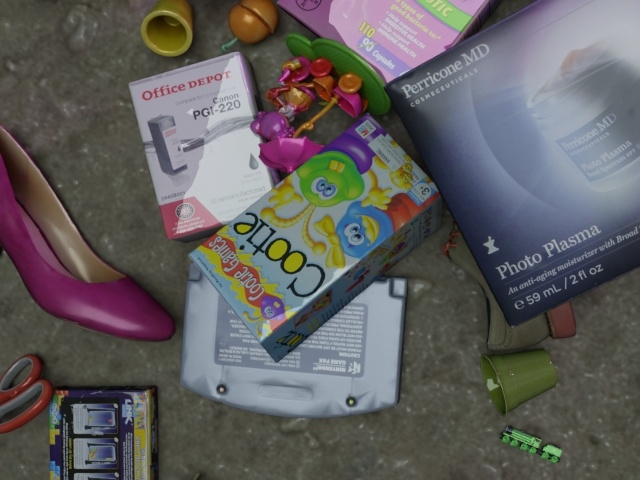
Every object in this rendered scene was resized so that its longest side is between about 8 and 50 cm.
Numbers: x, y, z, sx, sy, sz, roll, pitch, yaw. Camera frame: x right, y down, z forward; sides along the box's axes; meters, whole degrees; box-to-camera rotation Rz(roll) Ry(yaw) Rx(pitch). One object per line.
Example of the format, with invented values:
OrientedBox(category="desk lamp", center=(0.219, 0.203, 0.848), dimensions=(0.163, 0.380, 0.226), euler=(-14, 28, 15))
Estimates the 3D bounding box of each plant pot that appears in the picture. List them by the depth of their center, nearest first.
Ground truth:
OrientedBox(category="plant pot", center=(0.257, 0.174, 1.211), dimensions=(0.079, 0.083, 0.083), euler=(-17, 87, -6))

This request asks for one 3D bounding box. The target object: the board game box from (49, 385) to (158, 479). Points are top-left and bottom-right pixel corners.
OrientedBox(category="board game box", center=(-0.294, 0.284, 1.288), dimensions=(0.141, 0.048, 0.170), euler=(0, 88, 5))

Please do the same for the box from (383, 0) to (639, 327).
OrientedBox(category="box", center=(0.267, -0.109, 1.025), dimensions=(0.296, 0.183, 0.294), euler=(-28, 91, 12))

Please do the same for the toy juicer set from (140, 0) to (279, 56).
OrientedBox(category="toy juicer set", center=(-0.125, -0.372, 1.172), dimensions=(0.209, 0.089, 0.329), euler=(6, 132, 1))

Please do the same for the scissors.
OrientedBox(category="scissors", center=(-0.492, 0.257, 1.298), dimensions=(0.297, 0.021, 0.109), euler=(-32, 47, 5))

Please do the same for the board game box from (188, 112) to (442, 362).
OrientedBox(category="board game box", center=(0.000, 0.000, 1.165), dimensions=(0.275, 0.144, 0.142), euler=(-39, 74, -7))

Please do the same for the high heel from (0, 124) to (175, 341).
OrientedBox(category="high heel", center=(-0.336, -0.008, 1.253), dimensions=(0.377, 0.127, 0.181), euler=(25, 103, 10))

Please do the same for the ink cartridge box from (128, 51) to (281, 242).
OrientedBox(category="ink cartridge box", center=(-0.146, -0.121, 1.255), dimensions=(0.159, 0.092, 0.217), euler=(-15, 85, 6))

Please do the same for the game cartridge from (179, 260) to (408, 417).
OrientedBox(category="game cartridge", center=(-0.037, 0.135, 1.256), dimensions=(0.294, 0.060, 0.195), euler=(5, 86, 8))

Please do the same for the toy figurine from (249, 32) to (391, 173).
OrientedBox(category="toy figurine", center=(-0.026, -0.161, 1.186), dimensions=(0.173, 0.130, 0.159), euler=(34, 75, 25))

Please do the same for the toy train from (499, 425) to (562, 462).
OrientedBox(category="toy train", center=(0.274, 0.265, 1.232), dimensions=(0.083, 0.017, 0.023), euler=(22, 82, 7))

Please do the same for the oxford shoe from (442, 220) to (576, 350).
OrientedBox(category="oxford shoe", center=(0.208, -0.026, 1.193), dimensions=(0.130, 0.123, 0.348), euler=(-20, 87, 9))

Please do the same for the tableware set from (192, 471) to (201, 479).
OrientedBox(category="tableware set", center=(-0.225, 0.390, 1.247), dimensions=(0.039, 0.128, 0.194), euler=(40, 94, 30))

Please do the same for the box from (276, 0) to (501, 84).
OrientedBox(category="box", center=(0.108, -0.327, 1.203), dimensions=(0.214, 0.117, 0.243), euler=(39, 99, 6))
